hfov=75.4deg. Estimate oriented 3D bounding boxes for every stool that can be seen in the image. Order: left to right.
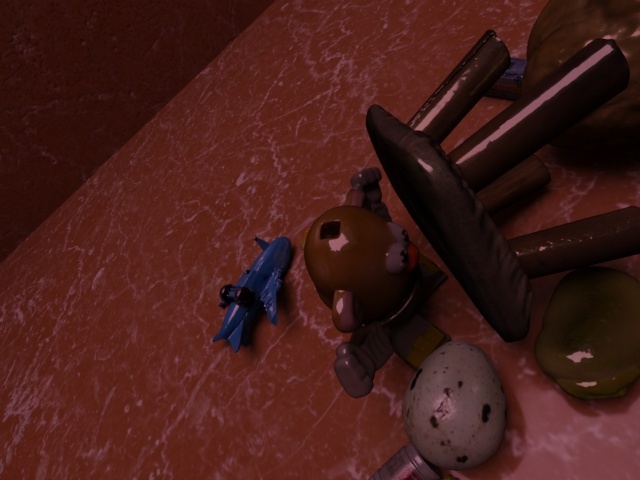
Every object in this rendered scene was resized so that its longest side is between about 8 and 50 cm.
[{"bbox_3d":[0.232,-0.079,0.555,0.226,0.310,0.310,-31,28,10],"label":"stool"}]

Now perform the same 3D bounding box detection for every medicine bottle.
[{"bbox_3d":[0.110,0.323,0.559,0.091,0.058,0.058,-44,43,3],"label":"medicine bottle"}]

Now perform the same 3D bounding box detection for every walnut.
[{"bbox_3d":[0.443,-0.269,0.588,0.276,0.253,0.282,-22,54,58],"label":"walnut"}]

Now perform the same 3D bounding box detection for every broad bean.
[{"bbox_3d":[0.341,0.112,0.518,0.124,0.082,0.175,21,75,47],"label":"broad bean"}]

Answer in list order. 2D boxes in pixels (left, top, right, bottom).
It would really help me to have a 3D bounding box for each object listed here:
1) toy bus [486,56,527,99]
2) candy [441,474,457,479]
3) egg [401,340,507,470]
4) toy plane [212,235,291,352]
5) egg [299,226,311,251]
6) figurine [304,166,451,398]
[{"bbox_3d":[0.377,-0.321,0.814,0.064,0.075,0.190,-53,44,-4],"label":"toy bus"},{"bbox_3d":[0.176,0.342,0.522,0.025,0.023,0.083,113,150,-46],"label":"candy"},{"bbox_3d":[0.174,0.211,0.546,0.131,0.131,0.164,-8,42,34],"label":"egg"},{"bbox_3d":[-0.143,0.103,0.894,0.254,0.105,0.272,-2,62,54],"label":"toy plane"},{"bbox_3d":[0.000,0.000,0.875,0.083,0.071,0.071,-44,43,-3],"label":"egg"},{"bbox_3d":[0.081,0.056,0.616,0.167,0.285,0.343,-32,43,17],"label":"figurine"}]
